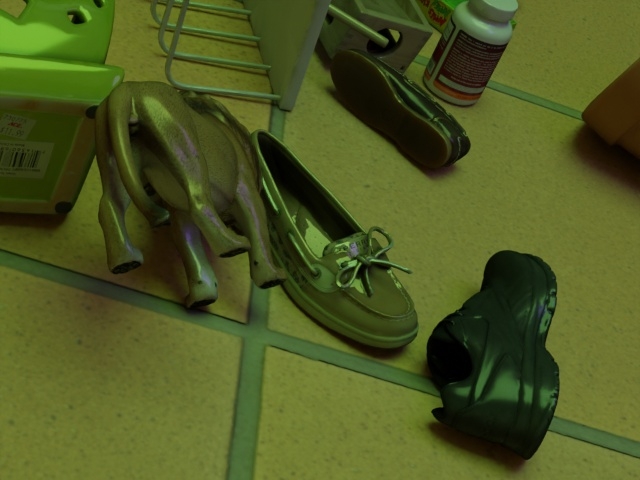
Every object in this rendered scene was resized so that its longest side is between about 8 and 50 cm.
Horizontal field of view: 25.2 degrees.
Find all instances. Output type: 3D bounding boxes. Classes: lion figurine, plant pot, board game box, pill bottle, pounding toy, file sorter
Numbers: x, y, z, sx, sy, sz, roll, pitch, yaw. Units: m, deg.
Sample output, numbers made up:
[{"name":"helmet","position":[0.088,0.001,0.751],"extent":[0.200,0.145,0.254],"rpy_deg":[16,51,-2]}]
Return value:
[{"name":"lion figurine","position":[-0.135,-0.073,1.357],"extent":[0.142,0.392,0.240],"rpy_deg":[-17,77,1]},{"name":"plant pot","position":[0.530,-0.187,1.939],"extent":[0.203,0.291,0.291],"rpy_deg":[51,39,6]},{"name":"board game box","position":[0.191,-0.348,2.113],"extent":[0.181,0.043,0.092],"rpy_deg":[41,38,22]},{"name":"plant pot","position":[-0.322,-0.153,1.398],"extent":[0.228,0.227,0.207],"rpy_deg":[3,47,-28]},{"name":"pill bottle","position":[0.204,-0.264,1.918],"extent":[0.086,0.152,0.086],"rpy_deg":[17,36,-13]},{"name":"pounding toy","position":[0.036,-0.284,1.879],"extent":[0.206,0.094,0.181],"rpy_deg":[9,42,-37]},{"name":"file sorter","position":[-0.114,-0.329,1.777],"extent":[0.173,0.193,0.278],"rpy_deg":[5,40,-21]}]

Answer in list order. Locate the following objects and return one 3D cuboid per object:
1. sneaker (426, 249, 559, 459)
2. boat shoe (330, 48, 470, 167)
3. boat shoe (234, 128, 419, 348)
[{"name":"sneaker","position":[0.175,0.097,1.483],"extent":[0.130,0.109,0.286],"rpy_deg":[14,33,-4]},{"name":"boat shoe","position":[0.101,-0.168,1.806],"extent":[0.207,0.073,0.073],"rpy_deg":[46,38,16]},{"name":"boat shoe","position":[0.000,0.000,1.505],"extent":[0.285,0.089,0.104],"rpy_deg":[42,38,22]}]
